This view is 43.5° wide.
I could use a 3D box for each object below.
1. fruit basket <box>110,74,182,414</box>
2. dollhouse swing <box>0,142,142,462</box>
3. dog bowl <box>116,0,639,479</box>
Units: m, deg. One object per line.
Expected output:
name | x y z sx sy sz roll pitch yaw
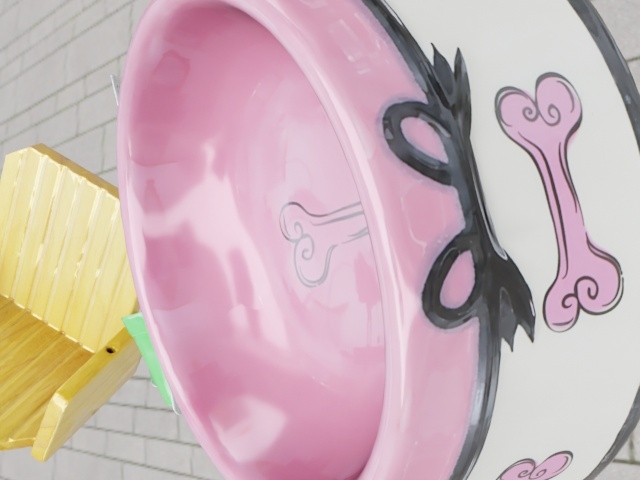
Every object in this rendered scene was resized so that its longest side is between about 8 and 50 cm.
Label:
fruit basket | -0.135 0.009 0.951 0.165 0.327 0.353 -21 83 17
dollhouse swing | -0.461 0.080 1.237 0.346 0.315 0.305 31 133 11
dog bowl | 0.000 0.000 0.518 0.408 0.150 0.408 27 124 51
